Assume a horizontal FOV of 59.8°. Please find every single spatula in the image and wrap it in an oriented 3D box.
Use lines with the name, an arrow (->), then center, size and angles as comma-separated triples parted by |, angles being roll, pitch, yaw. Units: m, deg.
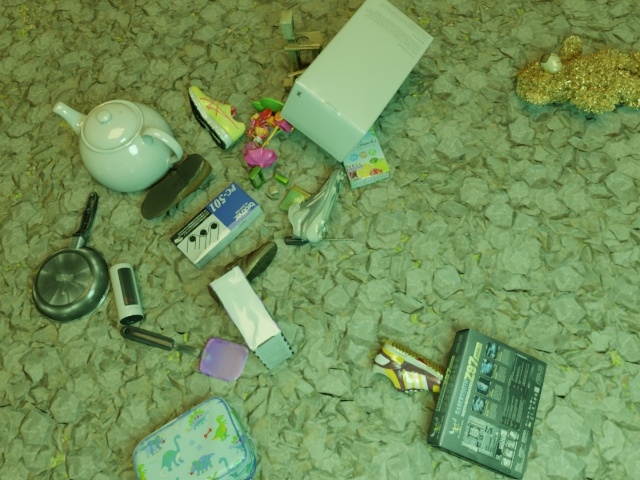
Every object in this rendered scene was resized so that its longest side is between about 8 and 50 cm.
spatula -> -0.307, 0.236, 1.225 | 0.296, 0.030, 0.084 | 13, 71, 12

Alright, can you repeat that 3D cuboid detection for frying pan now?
frying pan -> -0.567, 0.042, 1.335 | 0.197, 0.053, 0.326 | 23, 74, 15

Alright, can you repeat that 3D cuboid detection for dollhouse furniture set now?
dollhouse furniture set -> -0.097, -0.124, 1.343 | 0.151, 0.059, 0.076 | 30, 73, 18
dollhouse furniture set -> -0.042, -0.456, 1.414 | 0.101, 0.182, 0.161 | 0, 66, 7

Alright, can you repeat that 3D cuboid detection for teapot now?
teapot -> -0.489, -0.253, 1.376 | 0.255, 0.187, 0.253 | -24, 66, -5

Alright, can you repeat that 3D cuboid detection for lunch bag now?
lunch bag -> -0.246, 0.424, 1.092 | 0.218, 0.090, 0.176 | -31, 52, -8

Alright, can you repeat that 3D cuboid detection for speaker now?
speaker -> -0.446, 0.123, 1.278 | 0.055, 0.055, 0.136 | -20, 65, -2

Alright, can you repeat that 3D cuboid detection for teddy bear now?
teddy bear -> 0.656, -0.403, 1.351 | 0.337, 0.113, 0.245 | 16, 67, 13

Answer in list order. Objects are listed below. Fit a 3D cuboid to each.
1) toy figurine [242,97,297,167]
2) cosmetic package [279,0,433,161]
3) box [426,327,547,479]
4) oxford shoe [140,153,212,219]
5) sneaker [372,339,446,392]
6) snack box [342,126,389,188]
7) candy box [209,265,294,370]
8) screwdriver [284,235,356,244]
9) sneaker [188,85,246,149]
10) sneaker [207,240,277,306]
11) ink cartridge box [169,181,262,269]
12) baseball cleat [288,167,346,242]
toy figurine -> -0.145, -0.256, 1.390 | 0.173, 0.130, 0.159 | 23, 79, 38
cosmetic package -> 0.090, -0.394, 1.327 | 0.197, 0.155, 0.366 | 38, 65, -4
box -> 0.322, 0.311, 1.070 | 0.183, 0.059, 0.233 | 25, 69, -10
oxford shoe -> -0.349, -0.120, 1.370 | 0.212, 0.076, 0.076 | -38, 69, 7
sneaker -> 0.196, 0.281, 1.136 | 0.185, 0.069, 0.084 | 30, 100, 10
snack box -> 0.101, -0.206, 1.367 | 0.100, 0.037, 0.141 | -16, 65, -2
candy box -> -0.136, 0.165, 1.145 | 0.070, 0.196, 0.165 | -33, 67, -9
screwdriver -> 0.000, 0.000, 1.305 | 0.169, 0.025, 0.024 | 1, 66, -3
sneaker -> -0.269, -0.330, 1.450 | 0.094, 0.081, 0.208 | -33, 73, -16
sneaker -> -0.180, 0.062, 1.267 | 0.071, 0.066, 0.188 | 36, 74, 20
ink cartridge box -> -0.248, -0.037, 1.329 | 0.097, 0.046, 0.207 | 41, 77, 20
baseball cleat -> -0.014, -0.093, 1.306 | 0.109, 0.072, 0.206 | 12, 58, 15
